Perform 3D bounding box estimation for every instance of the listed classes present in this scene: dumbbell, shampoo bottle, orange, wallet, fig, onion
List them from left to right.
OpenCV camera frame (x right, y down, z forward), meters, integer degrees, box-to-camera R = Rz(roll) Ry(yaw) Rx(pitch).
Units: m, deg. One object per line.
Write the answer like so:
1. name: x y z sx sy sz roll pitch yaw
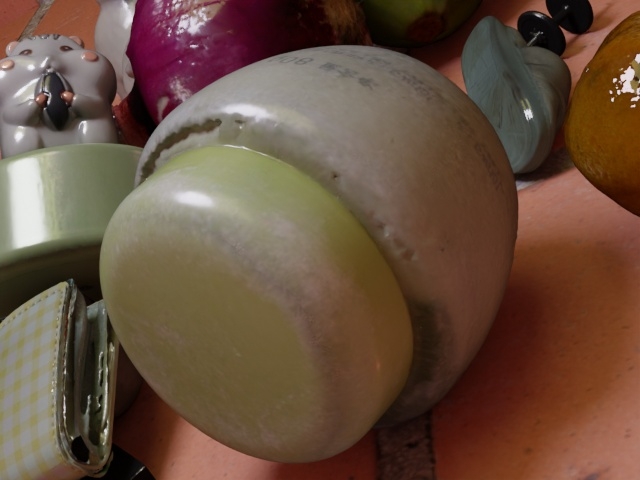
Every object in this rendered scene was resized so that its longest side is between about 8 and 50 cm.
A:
1. wallet: -0.328 0.186 1.183 0.309 0.077 0.223 -30 48 28
2. onion: -0.124 -0.195 1.492 0.385 0.348 0.348 -25 26 27
3. shampoo bottle: 0.000 0.000 1.011 0.322 0.322 0.317 -5 31 42
4. fig: 0.106 -0.391 1.638 0.316 0.316 0.316 -25 27 14
5. dumbbell: 0.282 -0.262 1.445 0.147 0.069 0.069 -44 29 -22
6. orange: 0.320 -0.105 1.015 0.249 0.183 0.249 -13 17 4

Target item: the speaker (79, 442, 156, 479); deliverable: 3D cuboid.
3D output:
1. speaker: -0.246 0.282 1.098 0.218 0.044 0.082 -42 28 -20

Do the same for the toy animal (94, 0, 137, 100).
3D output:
1. toy animal: -0.250 -0.313 1.908 0.196 0.241 0.367 -38 27 -9

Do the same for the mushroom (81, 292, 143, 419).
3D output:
1. mushroom: -0.253 0.136 1.276 0.188 0.117 0.141 30 90 53

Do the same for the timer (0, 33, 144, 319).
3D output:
1. timer: -0.293 -0.089 1.370 0.291 0.291 0.315 -19 73 24

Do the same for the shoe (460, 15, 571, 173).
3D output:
1. shoe: 0.224 -0.158 1.318 0.100 0.103 0.251 8 38 -17
